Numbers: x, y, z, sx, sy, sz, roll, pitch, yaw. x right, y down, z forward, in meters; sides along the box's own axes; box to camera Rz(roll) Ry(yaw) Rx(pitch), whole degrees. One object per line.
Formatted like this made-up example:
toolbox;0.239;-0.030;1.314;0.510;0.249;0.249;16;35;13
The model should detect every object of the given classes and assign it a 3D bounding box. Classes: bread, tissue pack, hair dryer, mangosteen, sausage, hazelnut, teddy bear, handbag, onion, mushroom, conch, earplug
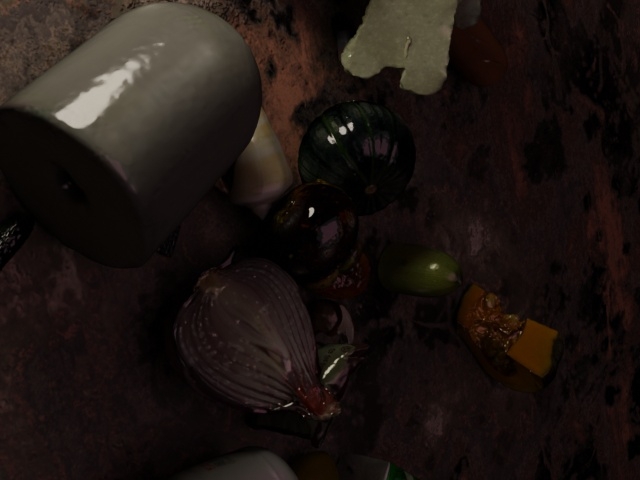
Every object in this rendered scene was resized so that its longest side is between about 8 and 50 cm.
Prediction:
bread;-0.001;0.030;1.954;0.269;0.095;0.139;38;59;-34
tissue pack;0.132;0.566;2.066;0.209;0.148;0.156;37;65;-39
hair dryer;0.077;-0.414;2.055;0.114;0.037;0.063;-18;106;-50
mangosteen;0.000;0.000;1.819;0.217;0.192;0.192;42;63;-28
sausage;0.319;-0.479;2.223;0.304;0.121;0.121;41;64;-38
hazelnut;0.007;0.162;1.982;0.086;0.086;0.086;-2;93;-44
teddy bear;0.182;-0.537;2.050;0.327;0.362;0.375;14;111;-11
handbag;-0.035;0.276;1.832;0.127;0.235;0.213;38;67;-39
onion;-0.119;0.209;1.744;0.267;0.159;0.348;-37;86;-23
mushroom;0.048;0.181;2.058;0.049;0.019;0.101;-19;102;-43
conch;-0.138;-0.160;1.811;0.158;0.127;0.255;-7;76;-3
earplug;-0.278;-0.196;1.532;0.394;0.313;0.312;-52;125;-33

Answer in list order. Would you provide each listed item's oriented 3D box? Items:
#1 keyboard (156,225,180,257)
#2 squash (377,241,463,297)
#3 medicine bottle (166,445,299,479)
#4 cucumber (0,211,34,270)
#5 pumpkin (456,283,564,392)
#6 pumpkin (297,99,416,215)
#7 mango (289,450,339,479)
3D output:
keyboard;-0.330;-0.028;1.685;0.204;0.013;0.061;25;75;-42
squash;0.228;0.073;2.120;0.123;0.187;0.123;-12;107;-45
medicine bottle;-0.199;0.518;1.670;0.325;0.256;0.256;-15;102;-33
cucumber;-0.510;0.035;1.483;0.052;0.058;0.214;48;57;-27
pumpkin;0.469;0.244;2.353;0.280;0.190;0.139;52;59;-31
pumpkin;0.070;-0.167;1.953;0.250;0.216;0.249;-10;121;-18
mango;-0.033;0.595;1.923;0.195;0.142;0.331;-3;87;-45
